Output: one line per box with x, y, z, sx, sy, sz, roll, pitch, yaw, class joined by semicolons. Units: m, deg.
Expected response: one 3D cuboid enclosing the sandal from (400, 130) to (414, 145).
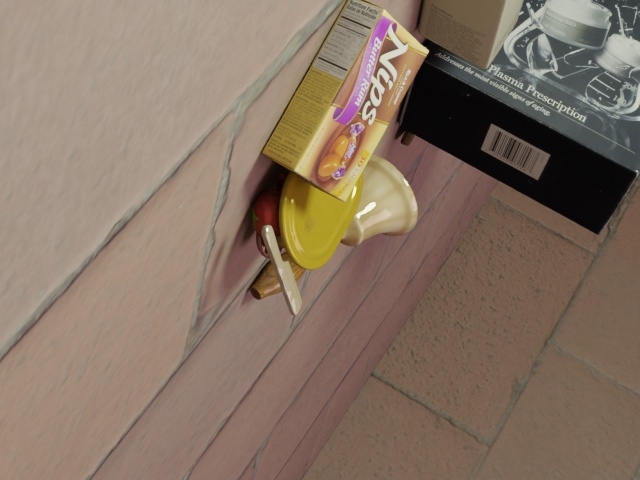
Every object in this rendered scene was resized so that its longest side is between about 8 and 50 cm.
0.174;-0.194;2.015;0.180;0.049;0.072;-43;160;-59;sandal

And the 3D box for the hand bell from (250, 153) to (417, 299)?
0.000;0.000;1.636;0.242;0.126;0.126;-38;158;-34;hand bell

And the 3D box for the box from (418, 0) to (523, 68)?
0.197;-0.334;1.576;0.094;0.113;0.275;-56;170;-21;box

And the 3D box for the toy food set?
-0.030;-0.038;1.428;0.218;0.071;0.128;-59;140;-36;toy food set

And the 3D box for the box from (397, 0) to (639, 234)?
0.343;-0.241;1.878;0.312;0.343;0.179;-56;170;-28;box

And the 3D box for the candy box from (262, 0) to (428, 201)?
0.028;-0.144;1.336;0.187;0.053;0.109;-59;146;0;candy box
